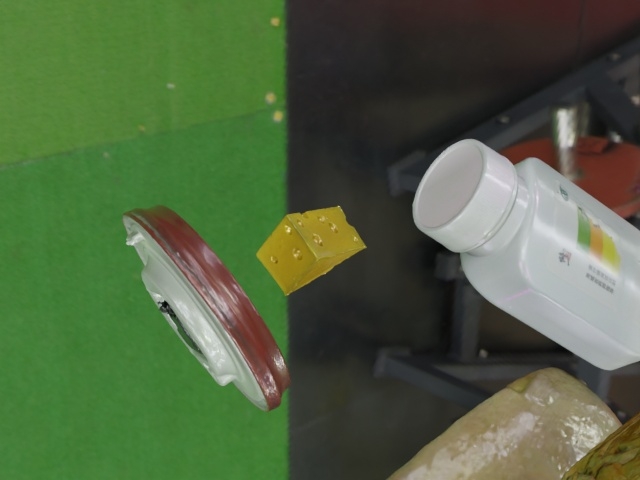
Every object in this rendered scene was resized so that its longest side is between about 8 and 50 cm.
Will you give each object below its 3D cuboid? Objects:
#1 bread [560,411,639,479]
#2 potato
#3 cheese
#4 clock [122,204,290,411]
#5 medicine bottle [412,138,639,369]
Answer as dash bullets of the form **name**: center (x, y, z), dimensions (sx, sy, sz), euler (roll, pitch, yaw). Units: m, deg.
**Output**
- **bread**: center (0.256, 0.156, 0.650), dimensions (0.158, 0.149, 0.143), euler (-39, 90, -11)
- **potato**: center (0.165, 0.260, 0.902), dimensions (0.264, 0.211, 0.189), euler (-10, 138, -43)
- **cheese**: center (0.000, 0.000, 1.747), dimensions (0.171, 0.093, 0.126), euler (-24, 162, -41)
- **clock**: center (-0.158, 0.093, 1.351), dimensions (0.080, 0.318, 0.318), euler (-36, 128, -17)
- **medicine bottle**: center (0.238, 0.011, 1.088), dimensions (0.296, 0.111, 0.161), euler (30, 53, -25)
